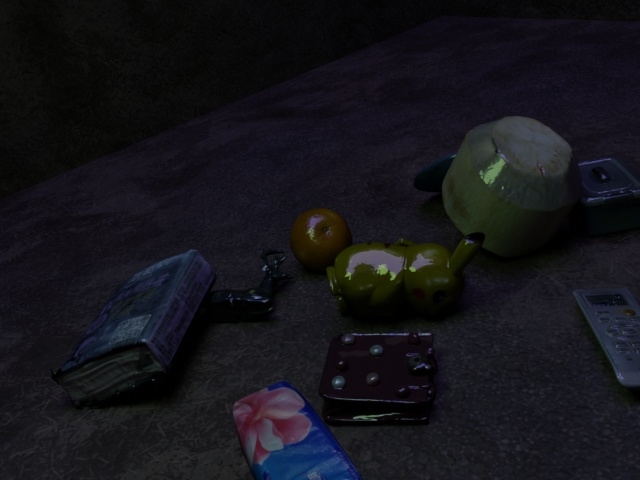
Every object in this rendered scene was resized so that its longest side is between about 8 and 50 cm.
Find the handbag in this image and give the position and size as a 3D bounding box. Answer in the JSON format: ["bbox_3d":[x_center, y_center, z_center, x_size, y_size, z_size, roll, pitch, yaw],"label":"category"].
[{"bbox_3d":[0.111,0.249,1.378,0.216,0.074,0.203,-4,29,15],"label":"handbag"}]

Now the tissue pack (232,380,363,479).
[{"bbox_3d":[-0.019,0.363,1.080,0.137,0.209,0.270,-29,32,-12],"label":"tissue pack"}]

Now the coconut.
[{"bbox_3d":[0.440,-0.116,1.726,0.323,0.323,0.323,-10,27,5],"label":"coconut"}]

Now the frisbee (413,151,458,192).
[{"bbox_3d":[0.388,-0.173,1.955,0.289,0.049,0.289,-13,-15,-3],"label":"frisbee"}]

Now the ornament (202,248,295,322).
[{"bbox_3d":[-0.167,0.103,1.770,0.202,0.080,0.236,-6,29,22],"label":"ornament"}]

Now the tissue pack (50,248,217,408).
[{"bbox_3d":[-0.390,0.179,1.610,0.259,0.122,0.361,-23,22,20],"label":"tissue pack"}]

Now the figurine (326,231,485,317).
[{"bbox_3d":[0.181,0.079,1.585,0.327,0.218,0.169,0,70,9],"label":"figurine"}]

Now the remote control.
[{"bbox_3d":[0.554,0.179,1.356,0.109,0.055,0.313,-3,24,5],"label":"remote control"}]

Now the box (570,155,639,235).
[{"bbox_3d":[0.674,-0.112,1.771,0.162,0.130,0.227,-11,26,4],"label":"box"}]

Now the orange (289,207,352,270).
[{"bbox_3d":[0.000,0.000,1.829,0.159,0.159,0.136,-23,-15,-20],"label":"orange"}]
